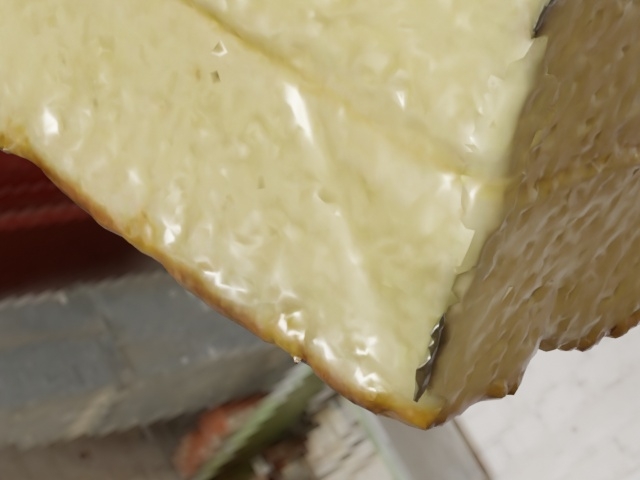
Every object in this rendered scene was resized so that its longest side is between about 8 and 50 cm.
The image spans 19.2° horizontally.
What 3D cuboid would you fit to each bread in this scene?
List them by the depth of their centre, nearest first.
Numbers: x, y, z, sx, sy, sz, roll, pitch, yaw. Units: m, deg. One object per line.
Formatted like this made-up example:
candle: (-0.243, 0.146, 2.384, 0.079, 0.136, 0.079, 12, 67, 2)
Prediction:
bread: (0.036, -0.105, 0.724, 0.279, 0.279, 0.207, -18, -47, -44)
